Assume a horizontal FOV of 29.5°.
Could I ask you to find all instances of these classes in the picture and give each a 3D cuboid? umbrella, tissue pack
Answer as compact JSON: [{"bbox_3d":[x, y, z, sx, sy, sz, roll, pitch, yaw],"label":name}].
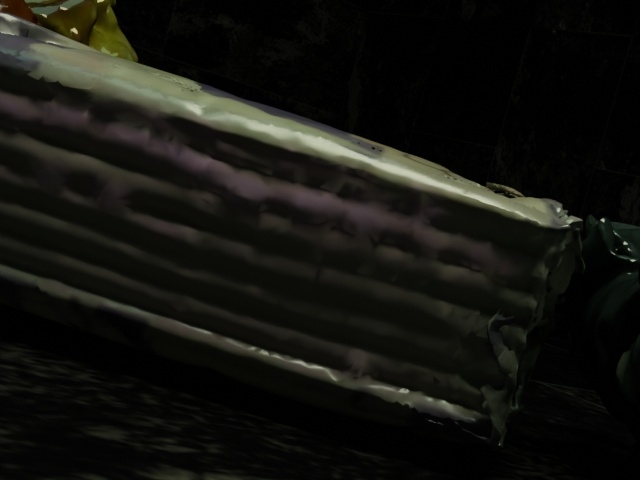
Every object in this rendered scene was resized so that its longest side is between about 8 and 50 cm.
[{"bbox_3d":[0.159,0.052,0.525,0.094,0.143,0.349,-7,-3,5],"label":"umbrella"},{"bbox_3d":[-0.057,-0.010,0.594,0.343,0.125,0.242,18,1,6],"label":"tissue pack"}]

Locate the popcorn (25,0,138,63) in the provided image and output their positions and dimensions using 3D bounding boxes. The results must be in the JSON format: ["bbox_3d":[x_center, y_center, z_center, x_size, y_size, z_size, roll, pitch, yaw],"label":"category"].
[{"bbox_3d":[-0.262,-0.148,1.067,0.206,0.252,0.237,9,-7,46],"label":"popcorn"}]

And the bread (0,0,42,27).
[{"bbox_3d":[-0.209,-0.108,0.870,0.271,0.077,0.139,54,7,20],"label":"bread"}]
